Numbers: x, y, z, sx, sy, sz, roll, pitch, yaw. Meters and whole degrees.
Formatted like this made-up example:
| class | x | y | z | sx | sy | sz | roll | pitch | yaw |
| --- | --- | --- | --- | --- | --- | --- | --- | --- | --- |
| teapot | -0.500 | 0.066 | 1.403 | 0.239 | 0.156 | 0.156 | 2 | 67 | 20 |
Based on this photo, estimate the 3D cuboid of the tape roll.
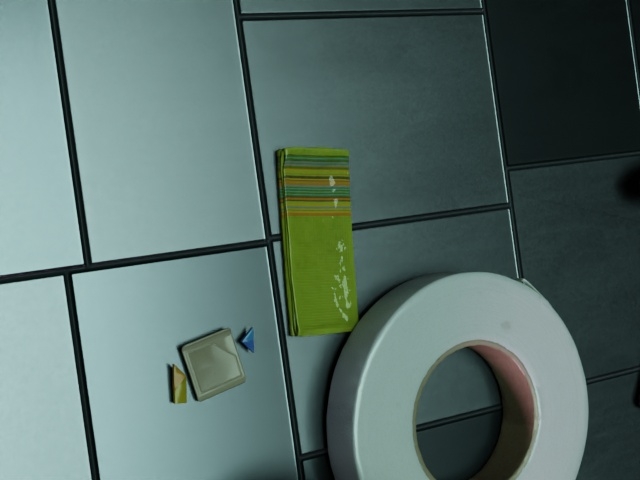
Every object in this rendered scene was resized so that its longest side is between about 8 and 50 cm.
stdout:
| class | x | y | z | sx | sy | sz | roll | pitch | yaw |
| --- | --- | --- | --- | --- | --- | --- | --- | --- | --- |
| tape roll | 0.188 | 0.231 | 1.444 | 0.392 | 0.072 | 0.392 | 2 | 87 | -30 |

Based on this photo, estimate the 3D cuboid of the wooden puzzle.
| class | x | y | z | sx | sy | sz | roll | pitch | yaw |
| --- | --- | --- | --- | --- | --- | --- | --- | --- | --- |
| wooden puzzle | -0.128 | 0.148 | 1.310 | 0.116 | 0.014 | 0.079 | -13 | 97 | -29 |

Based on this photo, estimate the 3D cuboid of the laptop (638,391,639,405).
| class | x | y | z | sx | sy | sz | roll | pitch | yaw |
| --- | --- | --- | --- | --- | --- | --- | --- | --- | --- |
| laptop | 0.738 | 0.117 | 1.675 | 0.382 | 0.236 | 0.408 | 23 | 76 | -26 |

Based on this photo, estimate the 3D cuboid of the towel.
| class | x | y | z | sx | sy | sz | roll | pitch | yaw |
| --- | --- | --- | --- | --- | --- | --- | --- | --- | --- |
| towel | 0.000 | 0.000 | 1.387 | 0.102 | 0.021 | 0.237 | -3 | 89 | -29 |
